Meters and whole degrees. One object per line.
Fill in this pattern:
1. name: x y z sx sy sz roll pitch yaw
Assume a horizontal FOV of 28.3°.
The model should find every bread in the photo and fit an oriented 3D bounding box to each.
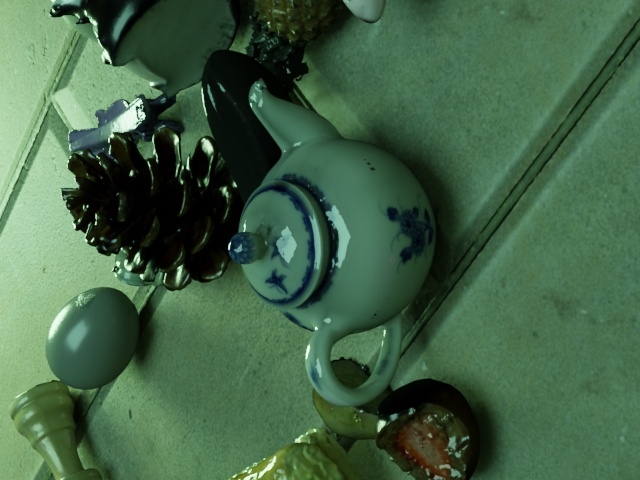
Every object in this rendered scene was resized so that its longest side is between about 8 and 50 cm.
1. bread: -0.064 0.429 1.779 0.375 0.165 0.236 -38 83 44

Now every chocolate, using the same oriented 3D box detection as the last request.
1. chocolate: 0.139 0.249 1.588 0.124 0.127 0.133 2 115 57

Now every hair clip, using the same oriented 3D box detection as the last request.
1. hair clip: -0.319 -0.172 2.077 0.278 0.090 0.137 -19 80 52

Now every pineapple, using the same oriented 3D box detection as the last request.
1. pineapple: -0.054 -0.289 1.751 0.128 0.128 0.248 55 134 28

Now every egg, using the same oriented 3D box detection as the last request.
1. egg: -0.379 0.163 2.119 0.199 0.146 0.146 -51 58 29

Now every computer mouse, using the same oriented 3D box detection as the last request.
1. computer mouse: -0.074 -0.139 1.724 0.086 0.137 0.270 -4 128 25

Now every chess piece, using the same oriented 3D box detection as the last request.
1. chess piece: -0.423 0.441 2.224 0.117 0.117 0.397 -49 61 38

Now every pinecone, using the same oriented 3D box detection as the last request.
1. pinecone: -0.233 -0.055 1.854 0.244 0.309 0.244 -21 58 38

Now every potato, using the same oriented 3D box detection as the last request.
1. potato: 0.052 0.240 1.703 0.172 0.100 0.089 34 122 37

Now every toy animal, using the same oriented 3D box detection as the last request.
1. toy animal: -0.279 -0.381 1.912 0.310 0.251 0.251 48 126 32

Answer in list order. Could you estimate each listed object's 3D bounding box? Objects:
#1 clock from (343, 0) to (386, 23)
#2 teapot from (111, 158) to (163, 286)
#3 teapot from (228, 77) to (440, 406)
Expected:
1. clock: 0.054 -0.485 1.515 0.368 0.250 0.377 50 127 32
2. teapot: -0.268 -0.020 2.039 0.107 0.077 0.200 27 112 29
3. teapot: 0.000 0.000 1.597 0.252 0.280 0.424 -21 80 48
